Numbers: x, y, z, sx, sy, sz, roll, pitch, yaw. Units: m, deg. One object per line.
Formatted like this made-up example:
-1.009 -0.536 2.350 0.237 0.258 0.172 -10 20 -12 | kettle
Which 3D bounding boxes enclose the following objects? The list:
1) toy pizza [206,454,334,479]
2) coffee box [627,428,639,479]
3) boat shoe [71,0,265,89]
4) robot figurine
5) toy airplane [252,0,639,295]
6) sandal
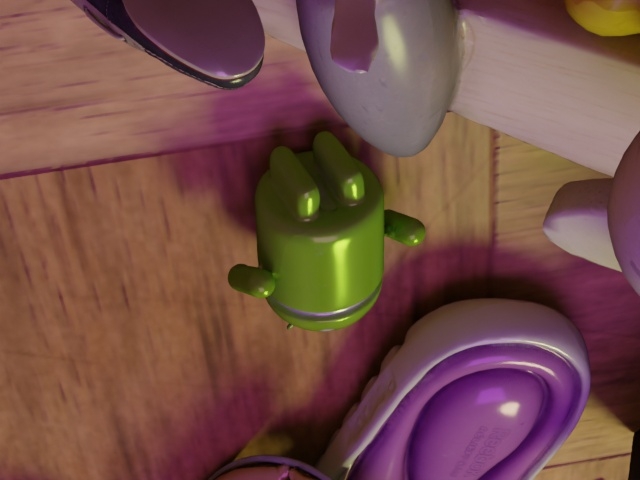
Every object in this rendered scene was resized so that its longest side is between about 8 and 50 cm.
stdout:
-0.026 0.235 0.905 0.032 0.201 0.201 -9 146 -49 | toy pizza
0.308 0.105 0.834 0.119 0.168 0.297 32 125 -5 | coffee box
-0.075 -0.103 0.610 0.049 0.137 0.043 -40 157 -28 | boat shoe
0.000 0.000 0.759 0.101 0.067 0.115 -21 138 -19 | robot figurine
0.174 -0.044 0.570 0.386 0.272 0.384 -23 110 41 | toy airplane
0.058 0.205 0.942 0.169 0.102 0.416 5 132 -9 | sandal
